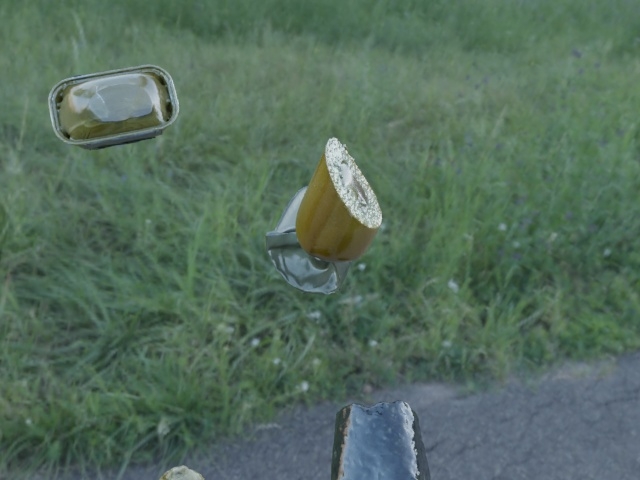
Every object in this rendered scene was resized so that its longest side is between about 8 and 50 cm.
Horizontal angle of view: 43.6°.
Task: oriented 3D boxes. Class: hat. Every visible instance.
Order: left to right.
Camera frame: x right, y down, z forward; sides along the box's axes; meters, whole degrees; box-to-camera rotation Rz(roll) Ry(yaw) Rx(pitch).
[{"bbox_3d":[0.000,0.000,1.501,0.166,0.144,0.173,21,34,12],"label":"hat"}]

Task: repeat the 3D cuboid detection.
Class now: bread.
[{"bbox_3d":[0.017,-0.024,0.589,0.062,0.103,0.049,26,52,0],"label":"bread"}]

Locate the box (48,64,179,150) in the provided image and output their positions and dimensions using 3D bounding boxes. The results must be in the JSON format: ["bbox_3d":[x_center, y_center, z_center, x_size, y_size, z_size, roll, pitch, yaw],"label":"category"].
[{"bbox_3d":[-0.294,-0.189,1.146,0.177,0.111,0.111,-13,38,-11],"label":"box"}]

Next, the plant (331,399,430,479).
[{"bbox_3d":[0.048,0.204,0.640,0.091,0.094,0.143,-5,62,9],"label":"plant"}]

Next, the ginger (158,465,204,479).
[{"bbox_3d":[-0.301,0.692,1.894,0.189,0.354,0.126,-15,16,16],"label":"ginger"}]
